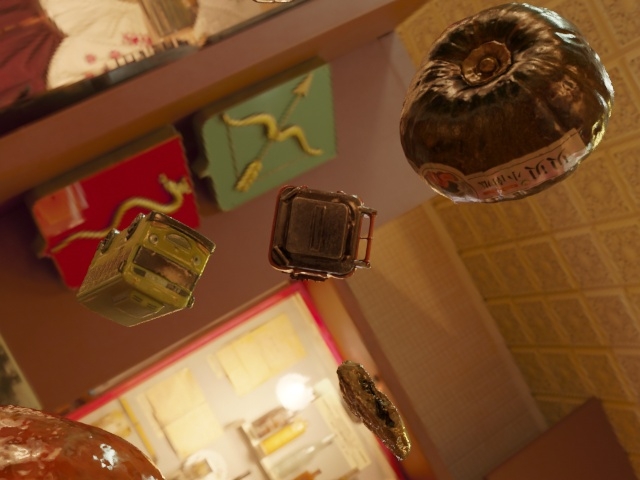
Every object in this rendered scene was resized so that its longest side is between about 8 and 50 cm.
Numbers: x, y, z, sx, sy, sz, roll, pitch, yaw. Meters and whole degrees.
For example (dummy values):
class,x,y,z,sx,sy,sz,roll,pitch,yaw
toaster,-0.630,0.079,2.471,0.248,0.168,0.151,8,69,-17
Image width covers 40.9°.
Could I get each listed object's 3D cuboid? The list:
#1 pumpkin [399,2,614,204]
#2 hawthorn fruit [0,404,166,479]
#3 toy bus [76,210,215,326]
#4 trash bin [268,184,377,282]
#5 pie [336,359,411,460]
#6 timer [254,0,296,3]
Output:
class,x,y,z,sx,sy,sz,roll,pitch,yaw
pumpkin,0.228,-0.159,1.044,0.260,0.260,0.189,38,-3,46
hawthorn fruit,-0.257,0.276,0.706,0.284,0.284,0.284,49,-23,30
toy bus,-0.196,0.036,0.948,0.088,0.101,0.175,32,-26,-23
trash bin,0.000,0.000,1.624,0.238,0.184,0.161,108,-10,-80
pie,0.100,0.327,1.626,0.218,0.052,0.185,47,-20,33
timer,-0.045,-0.460,0.967,0.309,0.115,0.340,92,-3,-53
